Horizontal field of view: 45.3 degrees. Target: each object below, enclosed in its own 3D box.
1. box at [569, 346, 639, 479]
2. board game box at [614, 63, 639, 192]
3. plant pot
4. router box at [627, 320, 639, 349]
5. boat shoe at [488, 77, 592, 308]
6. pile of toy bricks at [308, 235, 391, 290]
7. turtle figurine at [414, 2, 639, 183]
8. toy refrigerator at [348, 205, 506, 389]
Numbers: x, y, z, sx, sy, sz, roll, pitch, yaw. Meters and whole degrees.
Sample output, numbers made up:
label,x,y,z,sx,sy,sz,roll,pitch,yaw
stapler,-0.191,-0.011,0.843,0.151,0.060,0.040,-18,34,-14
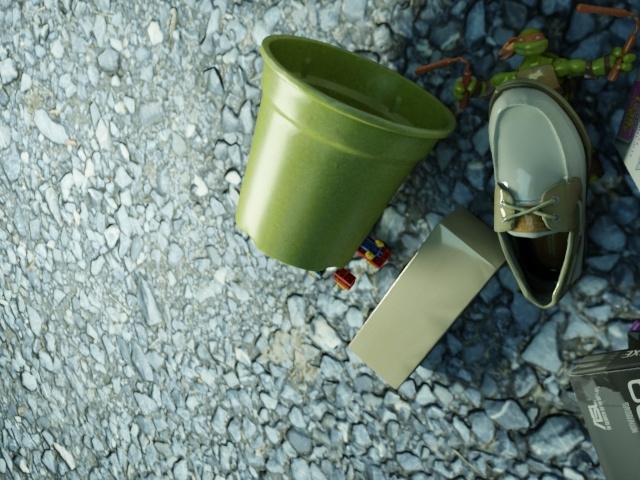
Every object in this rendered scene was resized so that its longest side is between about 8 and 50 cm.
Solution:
label,x,y,z,sx,sy,sz,roll,pitch,yaw
box,0.462,0.267,0.894,0.242,0.076,0.307,-17,95,39
board game box,0.372,-0.160,0.743,0.064,0.316,0.242,13,114,8
plant pot,0.005,-0.107,1.053,0.276,0.276,0.254,37,118,23
router box,0.458,0.195,0.955,0.133,0.046,0.178,3,106,37
boat shoe,0.263,-0.045,0.911,0.113,0.103,0.302,-1,133,32
pile of toy bricks,0.000,0.000,1.230,0.212,0.118,0.105,37,163,11
turtle figurine,0.267,-0.172,0.963,0.270,0.087,0.217,-9,108,24
toy refrigerator,0.160,0.086,1.126,0.102,0.094,0.269,40,125,13
